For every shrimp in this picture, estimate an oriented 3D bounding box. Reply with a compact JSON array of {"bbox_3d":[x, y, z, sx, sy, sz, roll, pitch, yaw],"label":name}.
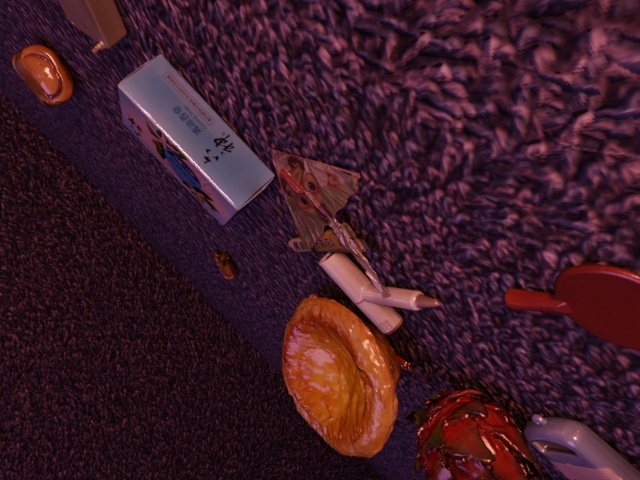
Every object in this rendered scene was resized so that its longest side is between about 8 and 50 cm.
[{"bbox_3d":[-0.281,0.061,1.409,0.099,0.041,0.180,55,164,12],"label":"shrimp"}]

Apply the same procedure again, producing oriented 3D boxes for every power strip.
[{"bbox_3d":[-0.339,-0.356,0.604,0.145,0.061,0.215,37,159,15],"label":"power strip"}]

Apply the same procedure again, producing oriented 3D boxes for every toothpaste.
[{"bbox_3d":[0.000,0.000,0.719,0.049,0.031,0.204,54,156,-15],"label":"toothpaste"}]

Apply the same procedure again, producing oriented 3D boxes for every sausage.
[{"bbox_3d":[0.106,0.209,0.946,0.025,0.028,0.198,2,-169,-39],"label":"sausage"}]

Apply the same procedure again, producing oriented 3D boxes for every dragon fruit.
[{"bbox_3d":[0.226,0.320,0.727,0.188,0.183,0.182,-93,-17,-44],"label":"dragon fruit"}]

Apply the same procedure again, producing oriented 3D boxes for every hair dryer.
[{"bbox_3d":[0.091,0.065,0.674,0.155,0.044,0.183,46,156,-10],"label":"hair dryer"}]

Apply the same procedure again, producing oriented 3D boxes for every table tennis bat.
[{"bbox_3d":[0.225,0.056,0.411,0.098,0.019,0.155,50,157,-19],"label":"table tennis bat"}]

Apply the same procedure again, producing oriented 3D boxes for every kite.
[{"bbox_3d":[0.012,-0.025,0.626,0.250,0.012,0.229,50,154,3],"label":"kite"}]

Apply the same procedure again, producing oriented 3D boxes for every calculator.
[{"bbox_3d":[0.356,0.297,0.621,0.210,0.039,0.121,42,159,6],"label":"calculator"}]

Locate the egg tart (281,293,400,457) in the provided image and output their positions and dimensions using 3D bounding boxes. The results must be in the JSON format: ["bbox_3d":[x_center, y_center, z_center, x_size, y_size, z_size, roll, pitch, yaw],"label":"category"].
[{"bbox_3d":[0.049,0.240,0.907,0.319,0.128,0.318,21,116,49],"label":"egg tart"}]

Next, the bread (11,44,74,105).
[{"bbox_3d":[-0.631,-0.376,1.113,0.225,0.081,0.134,21,146,51],"label":"bread"}]

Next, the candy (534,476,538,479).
[{"bbox_3d":[0.317,0.379,0.854,0.182,0.046,0.053,36,161,15],"label":"candy"}]

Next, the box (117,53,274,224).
[{"bbox_3d":[-0.188,-0.139,0.725,0.232,0.083,0.143,46,162,-9],"label":"box"}]
